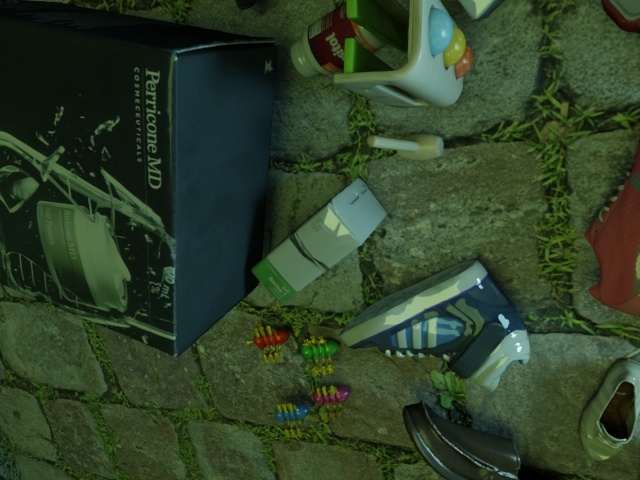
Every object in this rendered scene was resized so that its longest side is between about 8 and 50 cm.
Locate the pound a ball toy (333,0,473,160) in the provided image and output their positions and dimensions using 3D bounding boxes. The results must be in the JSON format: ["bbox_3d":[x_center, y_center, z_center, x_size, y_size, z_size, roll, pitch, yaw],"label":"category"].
[{"bbox_3d":[0.136,-0.221,0.714,0.135,0.319,0.208,4,98,25],"label":"pound a ball toy"}]

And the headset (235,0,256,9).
[{"bbox_3d":[-0.074,-0.522,0.712,0.394,0.243,0.185,-36,65,61],"label":"headset"}]

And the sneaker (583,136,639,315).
[{"bbox_3d":[0.452,-0.032,0.741,0.136,0.115,0.314,11,110,49],"label":"sneaker"}]

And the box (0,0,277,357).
[{"bbox_3d":[-0.357,-0.132,0.895,0.471,0.297,0.480,16,118,17],"label":"box"}]

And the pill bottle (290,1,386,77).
[{"bbox_3d":[0.028,-0.323,0.826,0.151,0.086,0.086,-15,105,39],"label":"pill bottle"}]

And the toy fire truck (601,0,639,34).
[{"bbox_3d":[0.520,-0.309,0.569,0.302,0.169,0.254,-42,72,32],"label":"toy fire truck"}]

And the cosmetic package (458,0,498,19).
[{"bbox_3d":[0.216,-0.452,0.652,0.225,0.138,0.224,47,123,-1],"label":"cosmetic package"}]

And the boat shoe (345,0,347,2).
[{"bbox_3d":[0.031,-0.428,0.811,0.038,0.046,0.125,-41,99,-4],"label":"boat shoe"}]

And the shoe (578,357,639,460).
[{"bbox_3d":[0.507,0.308,0.893,0.076,0.058,0.219,13,117,20],"label":"shoe"}]

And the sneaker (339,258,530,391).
[{"bbox_3d":[0.215,0.200,0.943,0.322,0.130,0.236,-31,92,27],"label":"sneaker"}]

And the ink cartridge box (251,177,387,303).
[{"bbox_3d":[0.000,0.000,0.942,0.219,0.160,0.093,-38,94,34],"label":"ink cartridge box"}]

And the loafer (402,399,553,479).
[{"bbox_3d":[0.322,0.423,1.010,0.365,0.134,0.130,38,100,-5],"label":"loafer"}]

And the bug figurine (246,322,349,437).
[{"bbox_3d":[-0.047,0.303,1.151,0.216,0.072,0.279,-8,104,22],"label":"bug figurine"}]
